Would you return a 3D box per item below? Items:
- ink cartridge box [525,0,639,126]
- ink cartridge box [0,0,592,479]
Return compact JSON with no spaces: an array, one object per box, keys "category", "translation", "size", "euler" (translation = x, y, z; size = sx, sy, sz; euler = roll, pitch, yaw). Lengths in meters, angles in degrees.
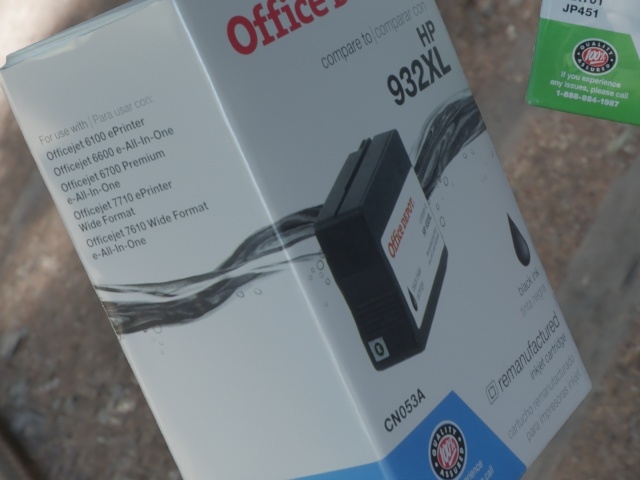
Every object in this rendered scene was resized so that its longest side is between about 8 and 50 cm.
[{"category":"ink cartridge box","translation":[0.203,-0.166,0.834],"size":[0.087,0.153,0.208],"euler":[-47,-33,-65]},{"category":"ink cartridge box","translation":[0.000,0.000,0.835],"size":[0.129,0.307,0.223],"euler":[-16,13,36]}]
